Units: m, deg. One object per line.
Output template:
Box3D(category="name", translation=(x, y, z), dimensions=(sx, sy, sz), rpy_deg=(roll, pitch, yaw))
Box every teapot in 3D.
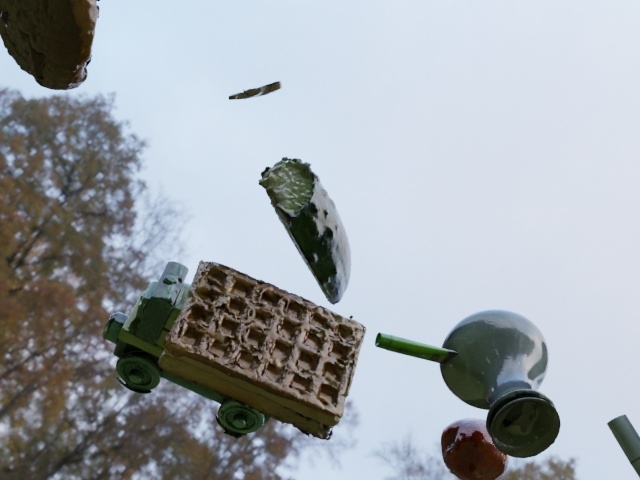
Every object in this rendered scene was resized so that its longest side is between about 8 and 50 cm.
Box3D(category="teapot", translation=(0.295, 0.227, 1.390), dimensions=(0.184, 0.251, 0.183), rpy_deg=(-1, -68, -4))

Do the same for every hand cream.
Box3D(category="hand cream", translation=(0.137, 0.156, 1.259), dimensions=(0.122, 0.023, 0.036), rpy_deg=(15, -41, -17))

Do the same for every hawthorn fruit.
Box3D(category="hawthorn fruit", translation=(0.270, 0.369, 1.541), dimensions=(0.128, 0.128, 0.128), rpy_deg=(21, -42, 21))

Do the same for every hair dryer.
Box3D(category="hair dryer", translation=(0.625, 0.354, 1.570), dimensions=(0.183, 0.044, 0.155), rpy_deg=(-49, -123, 36))

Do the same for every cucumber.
Box3D(category="cucumber", translation=(0.003, 0.001, 1.584), dimensions=(0.145, 0.105, 0.325), rpy_deg=(54, -8, 43))

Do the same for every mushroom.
Box3D(category="mushroom", translation=(-0.119, -0.272, 1.597), dimensions=(0.101, 0.049, 0.019), rpy_deg=(-14, -85, 3))

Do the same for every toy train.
Box3D(category="toy train", translation=(-0.205, 0.205, 1.638), dimensions=(0.397, 0.160, 0.253), rpy_deg=(26, -50, -6))

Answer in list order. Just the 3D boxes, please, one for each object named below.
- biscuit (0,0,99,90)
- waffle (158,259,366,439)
Box3D(category="biscuit", translation=(-0.434, -0.373, 1.337), dimensions=(0.296, 0.075, 0.295), rpy_deg=(21, -60, 42))
Box3D(category="waffle", translation=(-0.091, 0.173, 1.425), dimensions=(0.308, 0.213, 0.091), rpy_deg=(23, -47, -4))
